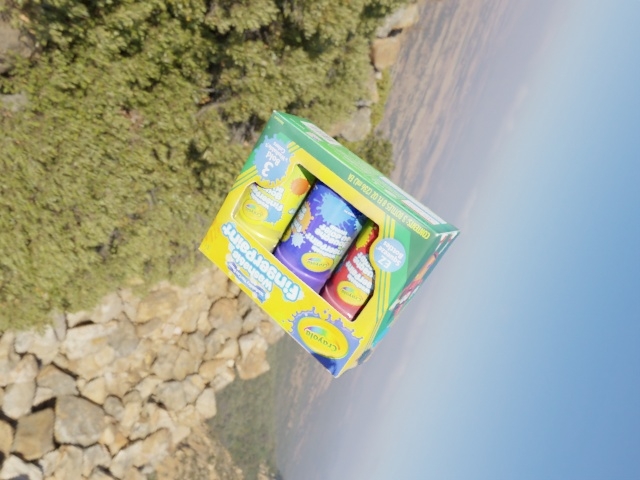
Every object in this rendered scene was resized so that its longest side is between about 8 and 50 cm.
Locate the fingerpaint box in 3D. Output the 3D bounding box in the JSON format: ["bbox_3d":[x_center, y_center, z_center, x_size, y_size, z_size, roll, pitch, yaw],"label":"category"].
[{"bbox_3d":[0.000,0.000,1.227,0.371,0.445,0.163,-57,158,20],"label":"fingerpaint box"}]
